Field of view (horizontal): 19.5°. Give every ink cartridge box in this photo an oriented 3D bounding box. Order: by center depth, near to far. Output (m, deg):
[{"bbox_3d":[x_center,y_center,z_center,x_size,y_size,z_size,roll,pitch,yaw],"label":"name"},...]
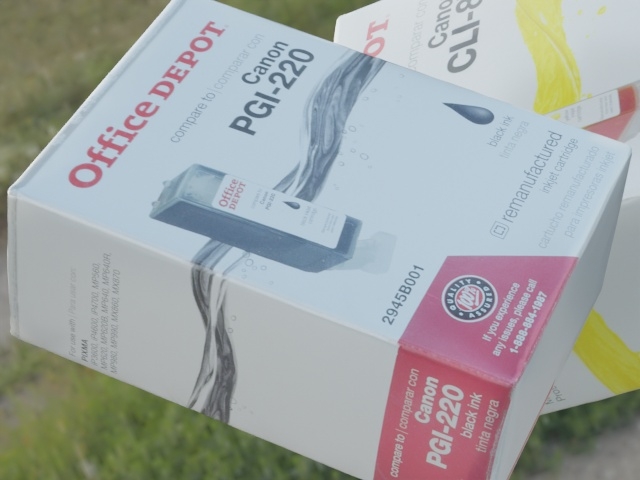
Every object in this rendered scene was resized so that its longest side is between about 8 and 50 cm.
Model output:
[{"bbox_3d":[0.000,0.000,0.778,0.218,0.092,0.158,19,45,15],"label":"ink cartridge box"},{"bbox_3d":[0.191,-0.063,1.140,0.384,0.160,0.279,-19,41,28],"label":"ink cartridge box"}]
